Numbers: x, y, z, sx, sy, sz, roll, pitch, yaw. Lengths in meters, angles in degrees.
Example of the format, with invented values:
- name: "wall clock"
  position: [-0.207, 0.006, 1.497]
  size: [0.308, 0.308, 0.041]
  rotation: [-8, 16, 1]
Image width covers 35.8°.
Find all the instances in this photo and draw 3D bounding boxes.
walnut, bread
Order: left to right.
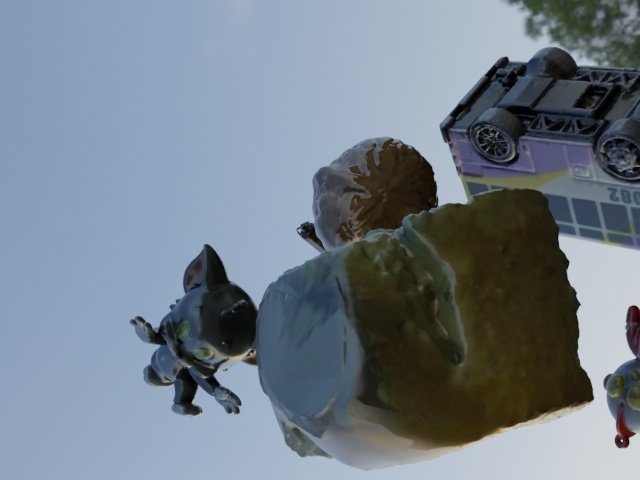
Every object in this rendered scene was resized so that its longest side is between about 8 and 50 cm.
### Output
- name: "walnut"
  position: [0.080, -0.053, 1.426]
  size: [0.213, 0.213, 0.213]
  rotation: [22, -117, -54]
- name: "bread"
  position: [0.062, 0.110, 1.042]
  size: [0.264, 0.395, 0.239]
  rotation: [-7, -102, -30]

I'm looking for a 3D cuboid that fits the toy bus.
- name: "toy bus"
  position: [0.428, -0.121, 1.458]
  size: [0.209, 0.440, 0.249]
  rotation: [-48, -49, -30]

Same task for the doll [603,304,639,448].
- name: "doll"
  position: [0.447, 0.167, 1.328]
  size: [0.076, 0.142, 0.245]
  rotation: [21, -84, -33]

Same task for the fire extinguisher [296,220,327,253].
- name: "fire extinguisher"
  position: [0.000, 0.000, 1.847]
  size: [0.132, 0.056, 0.039]
  rotation: [39, -123, -39]

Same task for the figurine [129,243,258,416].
- name: "figurine"
  position: [-0.157, 0.153, 1.361]
  size: [0.140, 0.265, 0.193]
  rotation: [-37, -100, -30]
